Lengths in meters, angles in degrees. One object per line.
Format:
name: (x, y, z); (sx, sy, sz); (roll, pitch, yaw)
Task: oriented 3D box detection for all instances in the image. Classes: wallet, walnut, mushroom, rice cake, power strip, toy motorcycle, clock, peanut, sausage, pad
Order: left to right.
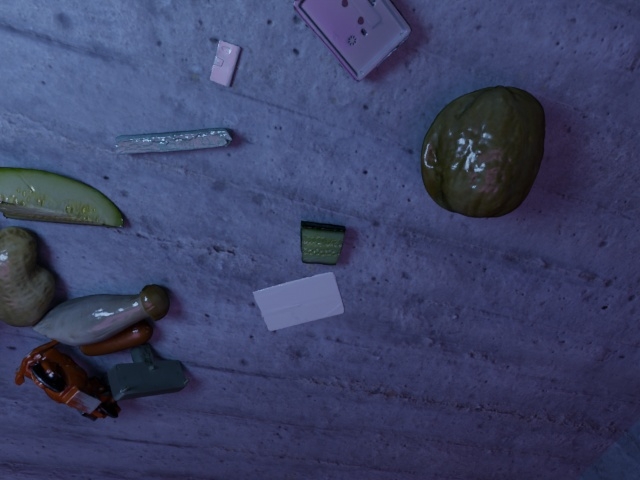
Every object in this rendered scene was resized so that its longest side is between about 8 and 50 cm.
peanut: (-0.715, 0.088, 1.034); (0.137, 0.122, 0.252); (-28, 130, -39)
toy motorcycle: (-0.673, 0.378, 1.178); (0.147, 0.221, 0.325); (-47, 143, -19)
mushroom: (-0.561, 0.193, 1.112); (0.351, 0.128, 0.128); (-14, 121, -2)
sausage: (-0.548, 0.263, 1.181); (0.198, 0.076, 0.076); (-15, 121, 2)
power strip: (-0.475, 0.351, 1.202); (0.061, 0.145, 0.216); (-41, 153, 17)
rice cake: (-0.311, -0.213, 0.937); (0.246, 0.045, 0.042); (-6, 118, -2)
wallet: (-0.193, -0.357, 0.883); (0.044, 0.011, 0.083); (17, 118, -15)
pad: (-0.058, 0.173, 1.220); (0.232, 0.004, 0.156); (-14, 122, 3)
clock: (0.058, -0.424, 0.835); (0.147, 0.071, 0.192); (-41, 117, 17)
walnut: (0.339, -0.183, 0.922); (0.283, 0.227, 0.282); (-6, 113, -13)

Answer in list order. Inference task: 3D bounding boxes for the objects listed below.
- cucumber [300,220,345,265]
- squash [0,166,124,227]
cucumber: (0.000, 0.000, 1.090); (0.116, 0.062, 0.116); (7, 127, -8)
squash: (-0.568, -0.097, 0.943); (0.253, 0.093, 0.169); (5, 165, -8)
